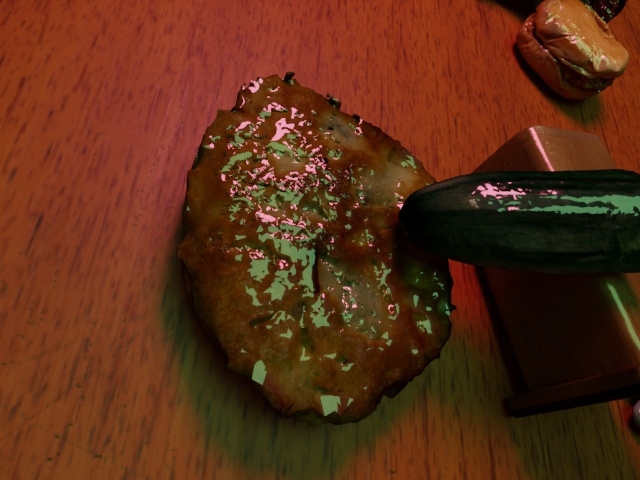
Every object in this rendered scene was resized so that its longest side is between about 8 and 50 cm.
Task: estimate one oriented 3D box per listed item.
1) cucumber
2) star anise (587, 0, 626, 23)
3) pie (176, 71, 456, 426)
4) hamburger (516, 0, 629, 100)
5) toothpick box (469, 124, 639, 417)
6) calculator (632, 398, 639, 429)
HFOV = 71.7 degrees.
[{"bbox_3d":[0.201,-0.027,0.431,0.243,0.063,0.115,-3,60,0],"label":"cucumber"},{"bbox_3d":[0.607,-0.591,1.005,0.220,0.126,0.190,44,61,-4],"label":"star anise"},{"bbox_3d":[0.000,0.000,0.462,0.288,0.103,0.355,4,69,-23],"label":"pie"},{"bbox_3d":[0.487,-0.372,0.854,0.213,0.108,0.214,11,63,-22],"label":"hamburger"},{"bbox_3d":[0.308,0.031,0.549,0.190,0.187,0.309,-1,64,-24],"label":"toothpick box"},{"bbox_3d":[0.498,0.144,0.658,0.185,0.041,0.299,30,57,-9],"label":"calculator"}]
